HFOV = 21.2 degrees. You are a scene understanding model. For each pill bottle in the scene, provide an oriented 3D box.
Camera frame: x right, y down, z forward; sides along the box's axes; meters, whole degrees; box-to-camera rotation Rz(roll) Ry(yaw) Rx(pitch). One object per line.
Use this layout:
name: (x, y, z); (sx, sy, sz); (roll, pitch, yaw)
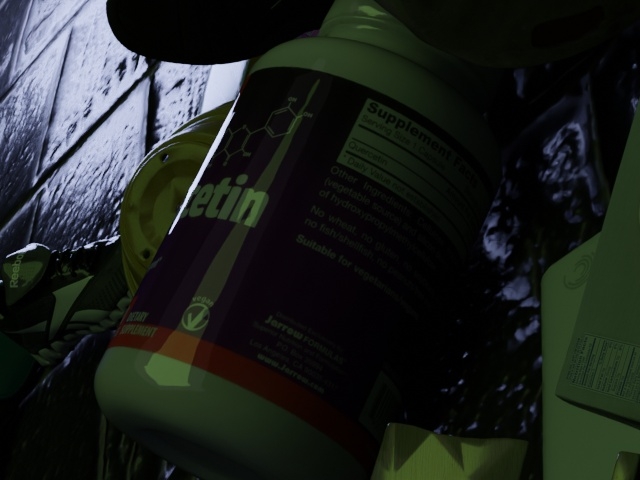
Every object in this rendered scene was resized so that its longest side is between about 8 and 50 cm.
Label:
pill bottle: (0.000, 0.000, 1.089); (0.181, 0.181, 0.323); (-8, 53, 59)

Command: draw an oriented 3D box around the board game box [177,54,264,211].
board game box: (-0.081, -0.077, 1.402); (0.124, 0.039, 0.259); (-103, 29, -52)

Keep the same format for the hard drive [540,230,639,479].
hard drive: (0.188, 0.087, 0.810); (0.203, 0.040, 0.307); (-37, 31, 35)

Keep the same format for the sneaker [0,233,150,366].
sneaker: (-0.232, 0.040, 1.543); (0.234, 0.106, 0.078); (-34, 33, 45)

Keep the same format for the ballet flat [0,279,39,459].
ballet flat: (-0.338, 0.164, 1.621); (0.096, 0.095, 0.280); (-46, 24, 49)

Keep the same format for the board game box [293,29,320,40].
board game box: (0.048, -0.243, 1.443); (0.316, 0.064, 0.242); (-51, 25, 12)

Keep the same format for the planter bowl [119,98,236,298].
planter bowl: (-0.078, -0.014, 1.237); (0.217, 0.090, 0.217); (-9, 72, 29)

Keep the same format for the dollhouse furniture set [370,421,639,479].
dollhouse furniture set: (0.113, 0.169, 0.696); (0.183, 0.129, 0.129); (5, 61, 28)

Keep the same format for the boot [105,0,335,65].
boot: (-0.046, -0.217, 1.311); (0.236, 0.085, 0.178); (-13, 31, 1)

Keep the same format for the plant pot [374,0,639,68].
plant pot: (0.071, -0.270, 0.992); (0.334, 0.334, 0.305); (-49, 43, 15)

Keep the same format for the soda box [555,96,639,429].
soda box: (0.197, -0.051, 0.713); (0.091, 0.098, 0.286); (12, 85, 58)
